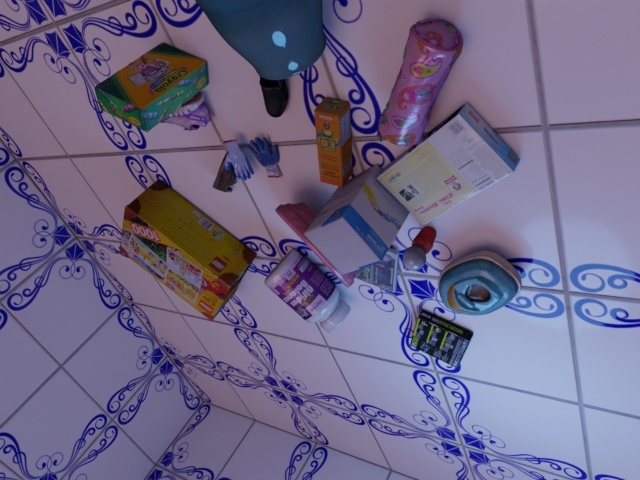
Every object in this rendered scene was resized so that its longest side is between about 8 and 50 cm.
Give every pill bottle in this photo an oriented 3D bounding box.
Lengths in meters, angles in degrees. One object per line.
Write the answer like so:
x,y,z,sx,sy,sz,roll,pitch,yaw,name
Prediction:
-0.041,0.188,1.907,0.301,0.169,0.169,42,144,-6,pill bottle

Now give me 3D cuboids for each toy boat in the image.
0.376,0.100,1.481,0.318,0.148,0.267,37,144,0,toy boat

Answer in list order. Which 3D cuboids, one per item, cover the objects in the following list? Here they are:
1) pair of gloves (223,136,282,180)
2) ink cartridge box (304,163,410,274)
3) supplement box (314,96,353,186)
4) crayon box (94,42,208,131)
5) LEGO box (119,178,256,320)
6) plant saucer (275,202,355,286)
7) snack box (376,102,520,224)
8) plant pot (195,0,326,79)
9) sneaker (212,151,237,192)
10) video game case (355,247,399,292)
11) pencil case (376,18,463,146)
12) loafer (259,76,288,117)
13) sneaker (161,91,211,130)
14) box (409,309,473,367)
-0.217,-0.253,1.656,0.198,0.023,0.159,-3,134,19,pair of gloves
0.109,-0.057,1.462,0.168,0.233,0.171,47,143,-16,ink cartridge box
0.037,-0.262,1.431,0.078,0.080,0.233,17,137,23,supplement box
-0.466,-0.436,1.490,0.165,0.278,0.081,27,143,14,crayon box
-0.550,0.049,2.160,0.500,0.193,0.372,37,144,0,LEGO box
0.000,0.000,1.635,0.332,0.084,0.332,47,179,1,plant saucer
0.304,-0.175,1.315,0.187,0.060,0.322,44,143,-8,snack box
-0.114,-0.505,1.155,0.271,0.272,0.255,12,150,31,plant pot
-0.308,-0.228,1.784,0.071,0.066,0.188,22,148,-13,sneaker
0.168,0.076,1.714,0.173,0.022,0.190,20,141,22,video game case
0.210,-0.339,1.169,0.124,0.124,0.284,31,145,9,pencil case
-0.132,-0.418,1.400,0.076,0.078,0.223,25,142,17,loafer
-0.436,-0.392,1.678,0.236,0.095,0.104,1,138,38,sneaker
0.407,0.337,1.802,0.184,0.045,0.191,25,143,20,box
